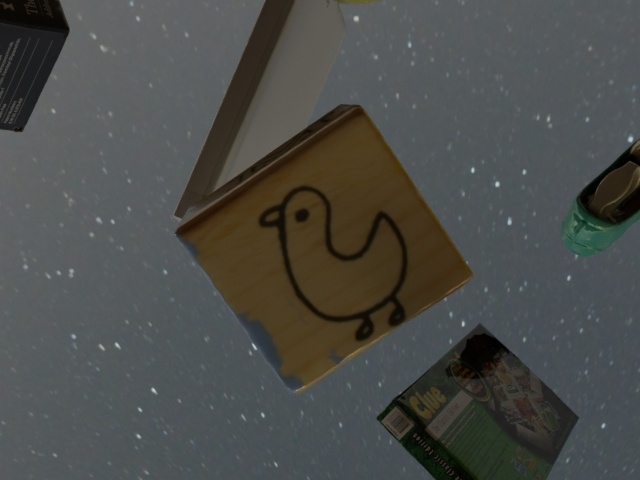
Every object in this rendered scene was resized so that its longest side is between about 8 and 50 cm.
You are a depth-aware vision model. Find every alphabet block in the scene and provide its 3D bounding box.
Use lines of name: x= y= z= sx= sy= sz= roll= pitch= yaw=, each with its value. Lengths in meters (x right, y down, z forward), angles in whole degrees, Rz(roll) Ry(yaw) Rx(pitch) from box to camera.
alphabet block: x=0.000 y=0.000 z=0.927 sx=0.197 sy=0.193 sz=0.192 roll=-35 pitch=-79 yaw=2

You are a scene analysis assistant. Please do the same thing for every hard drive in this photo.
hard drive: x=-0.066 y=-0.160 z=1.225 sx=0.047 sy=0.233 sz=0.353 roll=20 pitch=-98 yaw=14

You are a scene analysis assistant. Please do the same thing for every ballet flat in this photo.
ballet flat: x=0.391 y=-0.075 z=1.198 sx=0.083 sy=0.087 sz=0.247 roll=41 pitch=-117 yaw=19

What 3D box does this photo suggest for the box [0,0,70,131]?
box: x=-0.501 y=-0.317 z=1.116 sx=0.312 sy=0.179 sz=0.343 roll=0 pitch=-127 yaw=-39

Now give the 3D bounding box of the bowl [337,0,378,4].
bowl: x=0.104 y=-0.436 z=1.270 sx=0.156 sy=0.289 sz=0.289 roll=23 pitch=-112 yaw=25

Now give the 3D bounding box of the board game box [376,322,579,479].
board game box: x=0.147 y=0.155 z=0.850 sx=0.136 sy=0.260 sz=0.030 roll=47 pitch=-66 yaw=11
